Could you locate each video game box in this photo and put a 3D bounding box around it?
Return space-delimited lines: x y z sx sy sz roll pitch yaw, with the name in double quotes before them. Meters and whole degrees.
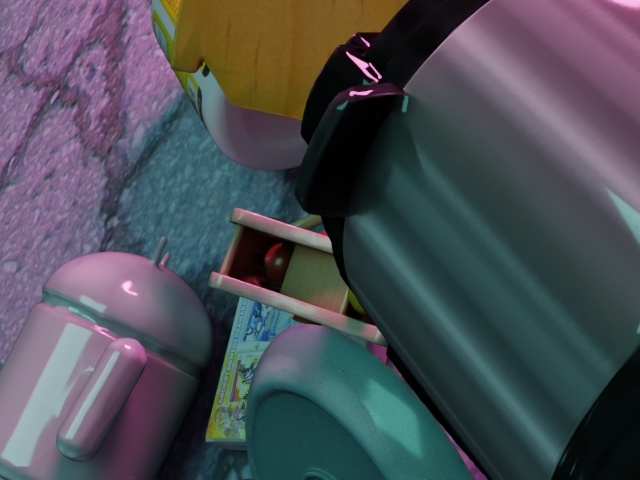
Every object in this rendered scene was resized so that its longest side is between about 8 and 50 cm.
"video game box" -0.016 0.115 1.153 0.187 0.048 0.205 -5 62 36

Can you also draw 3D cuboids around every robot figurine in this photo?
"robot figurine" -0.243 0.162 1.213 0.354 0.199 0.300 -65 15 -10

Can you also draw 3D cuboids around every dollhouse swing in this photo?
"dollhouse swing" 0.059 -0.280 1.187 0.305 0.346 0.315 -73 -5 -81

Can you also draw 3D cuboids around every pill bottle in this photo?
"pill bottle" -0.093 -0.246 1.345 0.188 0.188 0.334 -44 44 12

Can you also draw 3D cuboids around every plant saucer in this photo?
"plant saucer" 0.028 0.220 0.886 0.043 0.318 0.317 -24 33 -28

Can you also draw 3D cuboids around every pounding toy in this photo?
"pounding toy" 0.000 0.000 1.046 0.269 0.154 0.155 15 86 48

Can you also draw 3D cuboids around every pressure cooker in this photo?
"pressure cooker" 0.208 -0.018 0.784 0.375 0.370 0.420 -36 52 -2

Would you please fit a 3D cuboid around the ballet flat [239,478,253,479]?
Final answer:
"ballet flat" -0.143 0.379 1.045 0.342 0.116 0.124 -62 8 -29
